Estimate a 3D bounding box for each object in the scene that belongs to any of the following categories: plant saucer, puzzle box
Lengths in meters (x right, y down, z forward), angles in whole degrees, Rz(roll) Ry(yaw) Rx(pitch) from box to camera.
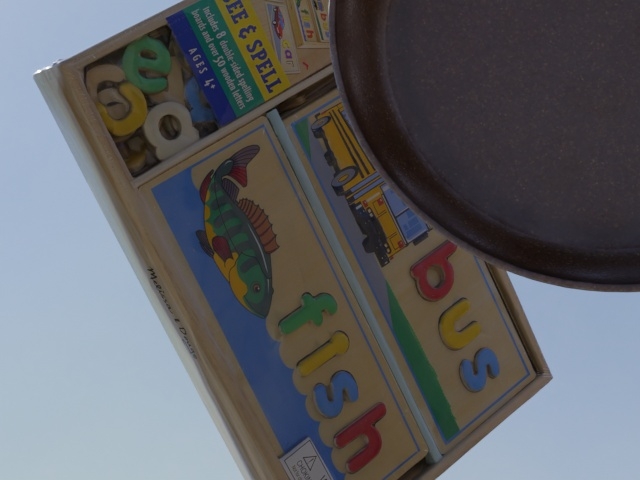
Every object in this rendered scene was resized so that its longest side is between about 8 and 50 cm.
[{"bbox_3d":[0.161,-0.119,0.739,0.310,0.311,0.050,-11,-15,3],"label":"plant saucer"},{"bbox_3d":[0.000,0.000,0.981,0.272,0.409,0.052,-35,15,-32],"label":"puzzle box"}]
